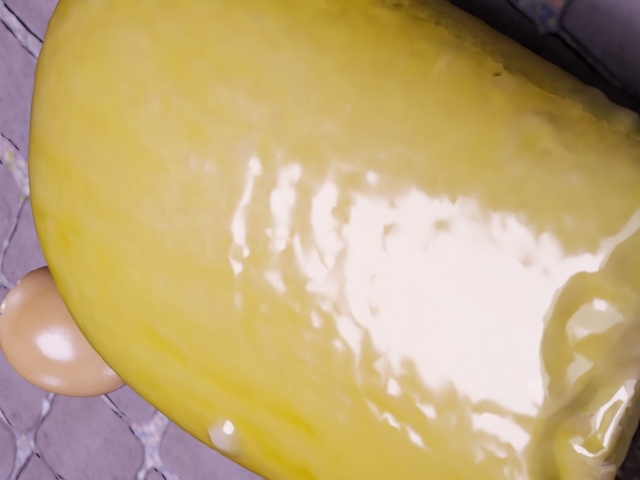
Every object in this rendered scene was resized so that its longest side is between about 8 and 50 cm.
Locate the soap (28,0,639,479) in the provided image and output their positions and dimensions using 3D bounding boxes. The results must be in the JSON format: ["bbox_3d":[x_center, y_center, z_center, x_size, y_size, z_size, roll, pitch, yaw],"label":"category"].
[{"bbox_3d":[0.002,-0.001,1.016,0.427,0.115,0.306,30,125,30],"label":"soap"}]

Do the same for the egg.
[{"bbox_3d":[-0.150,0.058,1.188,0.096,0.080,0.080,23,118,18],"label":"egg"}]
